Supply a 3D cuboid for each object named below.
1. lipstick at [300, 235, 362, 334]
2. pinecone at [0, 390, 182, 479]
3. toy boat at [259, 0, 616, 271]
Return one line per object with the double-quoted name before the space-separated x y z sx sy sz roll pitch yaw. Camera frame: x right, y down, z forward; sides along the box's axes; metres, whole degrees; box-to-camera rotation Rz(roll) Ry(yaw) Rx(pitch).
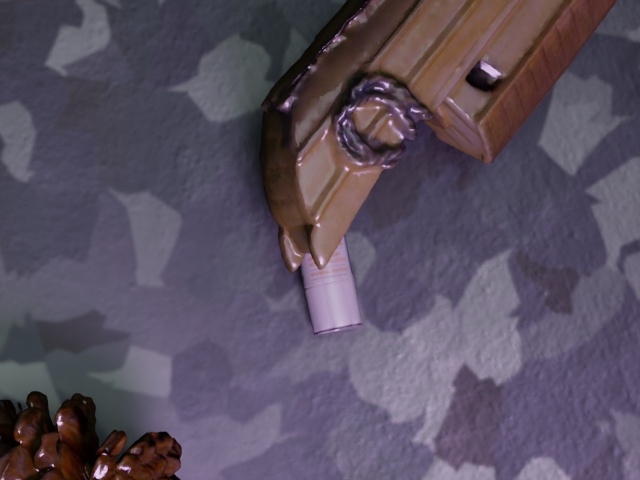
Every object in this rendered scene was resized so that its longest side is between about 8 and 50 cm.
"lipstick" 0.000 0.000 1.372 0.040 0.040 0.141 -10 83 -10
"pinecone" -0.193 0.194 1.259 0.195 0.150 0.179 16 81 -6
"toy boat" 0.109 -0.159 1.355 0.162 0.136 0.445 44 75 -15
